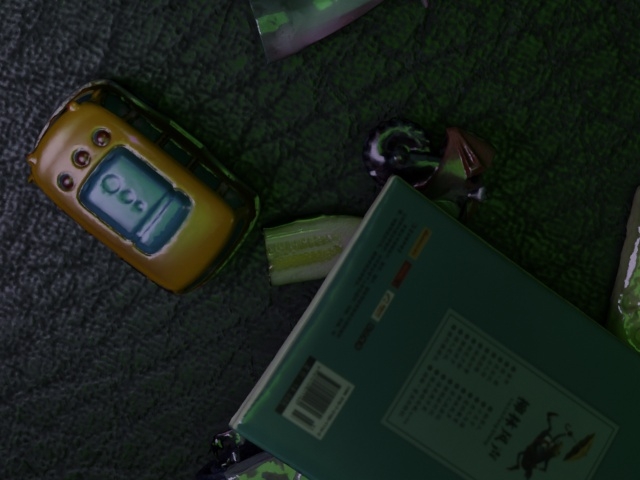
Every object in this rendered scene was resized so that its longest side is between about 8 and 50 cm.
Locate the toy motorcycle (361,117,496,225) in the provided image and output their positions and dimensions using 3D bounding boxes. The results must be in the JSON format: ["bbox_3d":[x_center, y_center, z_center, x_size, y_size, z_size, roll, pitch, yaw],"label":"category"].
[{"bbox_3d":[0.114,-0.015,1.413,0.118,0.084,0.212,-15,106,1],"label":"toy motorcycle"}]

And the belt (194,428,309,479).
[{"bbox_3d":[0.004,0.202,1.417,0.231,0.139,0.126,-22,98,-2],"label":"belt"}]

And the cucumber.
[{"bbox_3d":[0.000,0.000,1.439,0.107,0.035,0.067,-10,117,1],"label":"cucumber"}]

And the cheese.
[{"bbox_3d":[0.304,0.040,1.442,0.065,0.043,0.194,8,98,-9],"label":"cheese"}]

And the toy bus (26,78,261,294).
[{"bbox_3d":[-0.161,-0.045,1.380,0.209,0.136,0.126,39,97,-5],"label":"toy bus"}]

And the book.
[{"bbox_3d":[0.141,0.154,1.367,0.379,0.031,0.264,36,80,-16],"label":"book"}]

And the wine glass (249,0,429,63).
[{"bbox_3d":[0.015,-0.213,1.385,0.155,0.073,0.073,-17,99,3],"label":"wine glass"}]
